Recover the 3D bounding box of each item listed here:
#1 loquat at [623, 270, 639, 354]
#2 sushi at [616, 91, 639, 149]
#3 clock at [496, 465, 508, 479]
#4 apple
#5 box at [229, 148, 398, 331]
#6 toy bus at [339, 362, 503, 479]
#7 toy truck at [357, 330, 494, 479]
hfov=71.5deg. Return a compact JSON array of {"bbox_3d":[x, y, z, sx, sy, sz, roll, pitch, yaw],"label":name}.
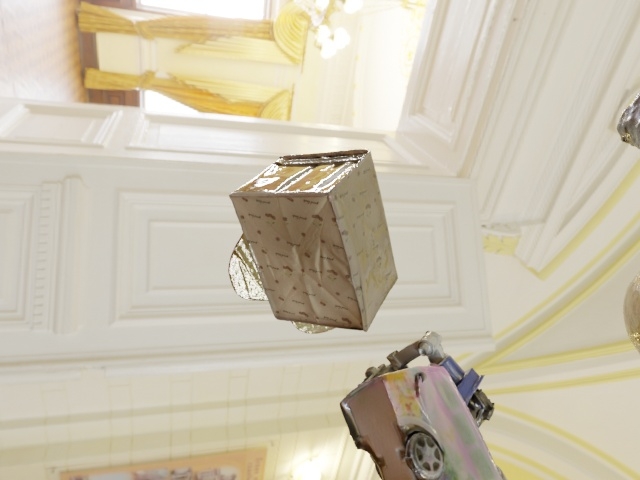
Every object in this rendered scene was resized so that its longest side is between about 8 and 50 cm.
[{"bbox_3d":[0.535,0.107,0.593,0.213,0.213,0.212,-179,-90,-73],"label":"loquat"},{"bbox_3d":[0.634,-0.162,0.682,0.196,0.344,0.181,-56,-156,22],"label":"sushi"},{"bbox_3d":[0.365,0.679,1.177,0.055,0.281,0.280,67,-23,13],"label":"clock"},{"bbox_3d":[-0.034,0.050,1.148,0.295,0.329,0.364,47,-64,35],"label":"apple"},{"bbox_3d":[0.000,0.000,0.868,0.190,0.225,0.296,-49,132,-45],"label":"box"},{"bbox_3d":[0.118,0.250,0.387,0.090,0.113,0.273,-51,-128,42],"label":"toy bus"},{"bbox_3d":[0.150,0.265,0.709,0.177,0.161,0.213,52,-52,12],"label":"toy truck"}]
